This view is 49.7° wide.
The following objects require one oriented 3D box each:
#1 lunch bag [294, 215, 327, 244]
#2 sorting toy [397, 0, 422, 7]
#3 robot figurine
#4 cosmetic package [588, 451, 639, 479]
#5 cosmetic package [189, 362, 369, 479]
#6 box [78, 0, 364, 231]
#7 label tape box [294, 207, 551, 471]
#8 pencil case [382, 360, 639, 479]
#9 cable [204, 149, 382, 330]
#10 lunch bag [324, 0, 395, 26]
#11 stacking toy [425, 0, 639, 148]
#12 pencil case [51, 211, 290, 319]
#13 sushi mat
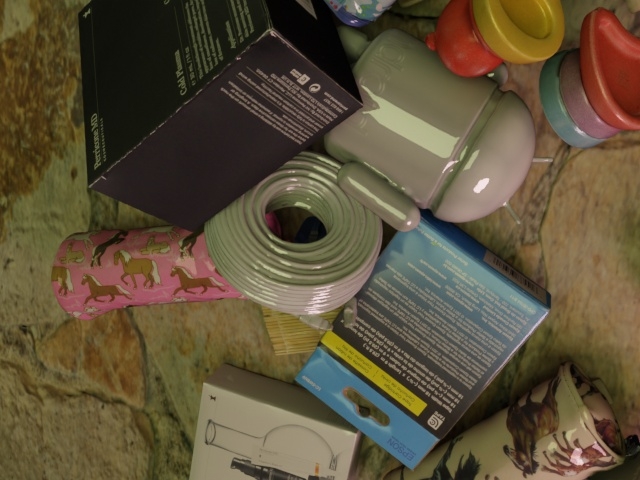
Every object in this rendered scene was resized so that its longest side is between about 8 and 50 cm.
[{"bbox_3d":[0.000,0.000,1.104,0.067,0.098,0.065,5,123,14],"label":"lunch bag"},{"bbox_3d":[0.159,-0.447,0.953,0.347,0.047,0.196,-17,94,23],"label":"sorting toy"},{"bbox_3d":[0.144,-0.156,0.961,0.353,0.200,0.300,30,76,7],"label":"robot figurine"},{"bbox_3d":[0.435,0.386,1.005,0.107,0.127,0.238,50,140,-1],"label":"cosmetic package"},{"bbox_3d":[-0.091,0.443,1.247,0.284,0.097,0.377,15,108,16],"label":"cosmetic package"},{"bbox_3d":[-0.151,-0.248,0.920,0.312,0.179,0.343,-32,54,25],"label":"box"},{"bbox_3d":[0.152,0.147,1.066,0.240,0.106,0.334,37,110,7],"label":"label tape box"},{"bbox_3d":[0.271,0.352,1.069,0.410,0.183,0.160,-42,58,25],"label":"pencil case"},{"bbox_3d":[-0.038,-0.018,0.997,0.257,0.257,0.089,19,146,-3],"label":"cable"},{"bbox_3d":[0.026,-0.394,0.893,0.219,0.176,0.090,43,133,-14],"label":"lunch bag"},{"bbox_3d":[0.292,-0.277,0.873,0.309,0.280,0.130,27,157,-24],"label":"stacking toy"},{"bbox_3d":[-0.247,0.041,1.150,0.386,0.167,0.160,-8,123,18],"label":"pencil case"},{"bbox_3d":[0.050,0.106,1.155,0.316,0.019,0.152,-8,101,18],"label":"sushi mat"}]
